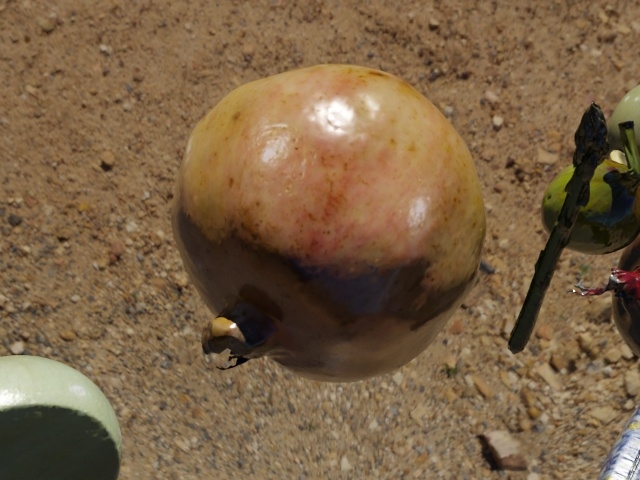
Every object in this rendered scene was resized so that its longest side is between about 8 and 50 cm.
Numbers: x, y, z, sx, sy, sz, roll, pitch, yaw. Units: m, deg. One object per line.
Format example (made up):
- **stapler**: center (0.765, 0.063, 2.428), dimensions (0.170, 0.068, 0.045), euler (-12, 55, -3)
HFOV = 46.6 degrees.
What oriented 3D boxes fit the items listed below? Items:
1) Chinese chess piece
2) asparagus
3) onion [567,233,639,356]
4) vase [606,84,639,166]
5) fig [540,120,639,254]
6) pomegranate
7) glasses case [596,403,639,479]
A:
- **Chinese chess piece**: center (-0.203, 0.144, 0.484), dimensions (0.144, 0.144, 0.058), euler (-34, 37, -12)
- **asparagus**: center (0.154, 0.003, 0.491), dimensions (0.023, 0.233, 0.022), euler (-17, 49, -16)
- **onion**: center (0.599, 0.088, 1.301), dimensions (0.285, 0.273, 0.273), euler (9, 67, -9)
- **vase**: center (0.726, -0.167, 1.499), dimensions (0.302, 0.241, 0.329), euler (30, 53, 34)
- **fig**: center (0.400, -0.057, 1.032), dimensions (0.142, 0.186, 0.148), euler (22, 76, -15)
- **pomegranate**: center (0.000, 0.000, 0.749), dimensions (0.338, 0.338, 0.338), euler (0, 67, 1)
- **glasses case**: center (0.395, 0.290, 0.942), dimensions (0.065, 0.087, 0.248), euler (28, 54, 22)
